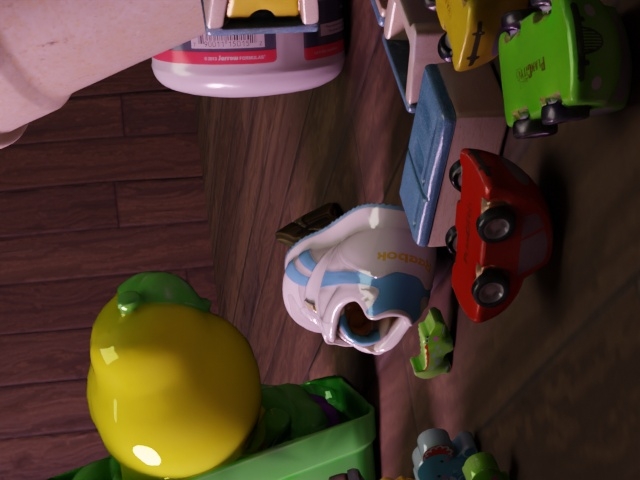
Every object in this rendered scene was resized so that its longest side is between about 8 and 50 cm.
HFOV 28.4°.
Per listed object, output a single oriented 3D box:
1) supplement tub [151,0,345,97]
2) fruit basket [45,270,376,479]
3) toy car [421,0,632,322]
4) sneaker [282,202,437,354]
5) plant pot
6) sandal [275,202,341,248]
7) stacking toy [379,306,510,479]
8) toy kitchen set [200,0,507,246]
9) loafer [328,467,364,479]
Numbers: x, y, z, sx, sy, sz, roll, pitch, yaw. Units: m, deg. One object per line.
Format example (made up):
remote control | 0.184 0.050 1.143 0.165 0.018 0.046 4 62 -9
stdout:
supplement tub | -0.074 -0.284 1.203 0.191 0.191 0.272 -124 31 -71
fruit basket | -0.136 0.200 1.290 0.283 0.392 0.392 -163 68 -80
toy car | 0.109 -0.077 0.646 0.225 0.053 0.239 166 99 -80
sneaker | 0.021 0.045 1.008 0.229 0.087 0.092 135 145 -66
plant pot | -0.162 -0.268 0.982 0.334 0.305 0.334 -14 -90 -83
sandal | 0.000 0.000 1.325 0.049 0.072 0.180 65 171 -14
stacking toy | 0.084 0.187 0.927 0.167 0.052 0.221 -108 17 -53
toy kitchen set | 0.012 -0.106 0.856 0.122 0.166 0.207 96 165 -47
loafer | 0.020 0.292 1.122 0.267 0.084 0.096 76 180 -53
